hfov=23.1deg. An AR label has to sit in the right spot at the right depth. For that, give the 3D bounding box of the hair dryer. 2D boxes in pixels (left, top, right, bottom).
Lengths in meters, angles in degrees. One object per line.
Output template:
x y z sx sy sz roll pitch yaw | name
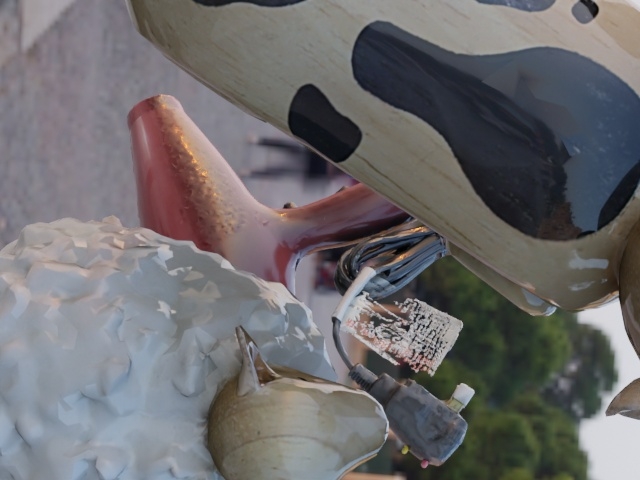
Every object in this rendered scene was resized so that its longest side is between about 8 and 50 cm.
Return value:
0.000 0.000 0.952 0.223 0.293 0.080 -55 166 -32 | hair dryer

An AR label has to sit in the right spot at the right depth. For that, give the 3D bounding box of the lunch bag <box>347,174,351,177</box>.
0.069 -0.090 1.482 0.065 0.098 0.067 7 76 -49 | lunch bag

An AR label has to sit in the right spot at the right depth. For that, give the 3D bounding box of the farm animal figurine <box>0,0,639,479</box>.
0.091 -0.037 0.398 0.172 0.327 0.330 -54 164 -85 | farm animal figurine
